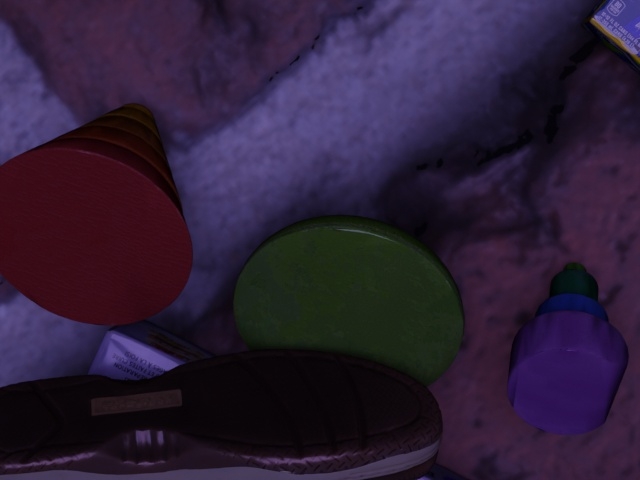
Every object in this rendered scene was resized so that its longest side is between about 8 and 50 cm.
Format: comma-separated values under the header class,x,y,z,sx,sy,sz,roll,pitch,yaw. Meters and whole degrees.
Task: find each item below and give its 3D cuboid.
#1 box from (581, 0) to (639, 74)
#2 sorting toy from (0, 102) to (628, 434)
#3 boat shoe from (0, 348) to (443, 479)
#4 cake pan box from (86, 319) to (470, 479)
class,x,y,z,sx,sy,sz,roll,pitch,yaw
box,0.231,-0.091,1.021,0.169,0.054,0.059,40,95,-1
sorting toy,0.000,0.000,1.017,0.365,0.126,0.127,17,130,-3
boat shoe,-0.062,0.122,0.977,0.257,0.095,0.095,-1,128,3
cake pan box,-0.051,0.210,1.047,0.267,0.070,0.246,27,96,1
